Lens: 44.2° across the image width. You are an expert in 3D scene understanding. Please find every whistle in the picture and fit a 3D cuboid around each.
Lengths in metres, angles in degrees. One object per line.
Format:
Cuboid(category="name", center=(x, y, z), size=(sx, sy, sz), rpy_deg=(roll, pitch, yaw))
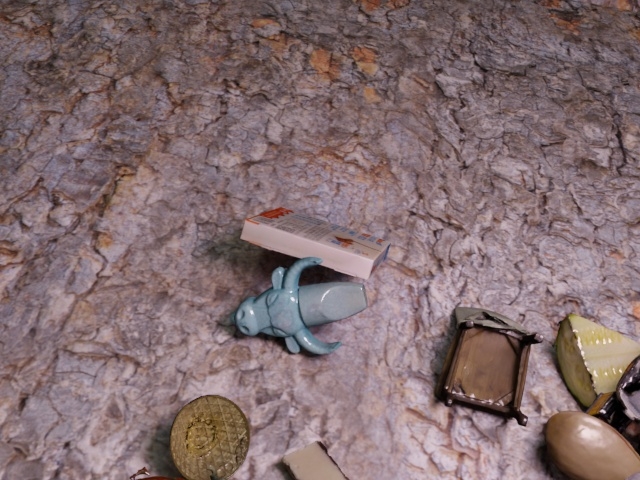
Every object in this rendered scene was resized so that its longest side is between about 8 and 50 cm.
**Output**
Cuboid(category="whistle", center=(-0.045, 0.129, 1.499), size=(0.273, 0.186, 0.093), rpy_deg=(-11, 8, 14))

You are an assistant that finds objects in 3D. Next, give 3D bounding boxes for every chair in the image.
Cuboid(category="chair", center=(0.310, 0.224, 1.472), size=(0.160, 0.319, 0.186), rpy_deg=(13, 88, 6))

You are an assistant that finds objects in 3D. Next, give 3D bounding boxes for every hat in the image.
Cuboid(category="hat", center=(-0.198, 0.334, 1.327), size=(0.145, 0.067, 0.146), rpy_deg=(7, 77, -31))

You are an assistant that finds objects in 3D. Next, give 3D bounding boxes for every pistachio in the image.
Cuboid(category="pistachio", center=(0.468, 0.366, 1.351), size=(0.185, 0.126, 0.108), rpy_deg=(36, 25, 11))

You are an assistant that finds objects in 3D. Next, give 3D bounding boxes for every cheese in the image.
Cuboid(category="cheese", center=(0.074, 0.476, 1.228), size=(0.085, 0.034, 0.400), rpy_deg=(-19, 47, -32))

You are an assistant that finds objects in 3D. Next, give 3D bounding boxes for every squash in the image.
Cuboid(category="squash", center=(0.610, 0.229, 1.520), size=(0.288, 0.111, 0.203), rpy_deg=(-10, 69, -14))

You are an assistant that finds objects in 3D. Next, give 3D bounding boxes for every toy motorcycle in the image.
Cuboid(category="toy motorcycle", center=(0.585, 0.223, 1.375), size=(0.091, 0.157, 0.263), rpy_deg=(45, 69, 6))

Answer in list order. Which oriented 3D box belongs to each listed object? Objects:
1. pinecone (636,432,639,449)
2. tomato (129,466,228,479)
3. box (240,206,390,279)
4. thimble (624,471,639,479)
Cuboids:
Cuboid(category="pinecone", center=(0.662, 0.348, 1.345), size=(0.228, 0.202, 0.202), rpy_deg=(6, 75, -1))
Cuboid(category="tomato", center=(-0.210, 0.470, 1.050), size=(0.303, 0.239, 0.304), rpy_deg=(12, 34, -9))
Cuboid(category="box", center=(0.000, 0.000, 1.615), size=(0.264, 0.048, 0.273), rpy_deg=(17, 10, 10))
Cuboid(category="thimble", center=(0.531, 0.476, 1.161), size=(0.245, 0.217, 0.157), rpy_deg=(38, 35, 18))
